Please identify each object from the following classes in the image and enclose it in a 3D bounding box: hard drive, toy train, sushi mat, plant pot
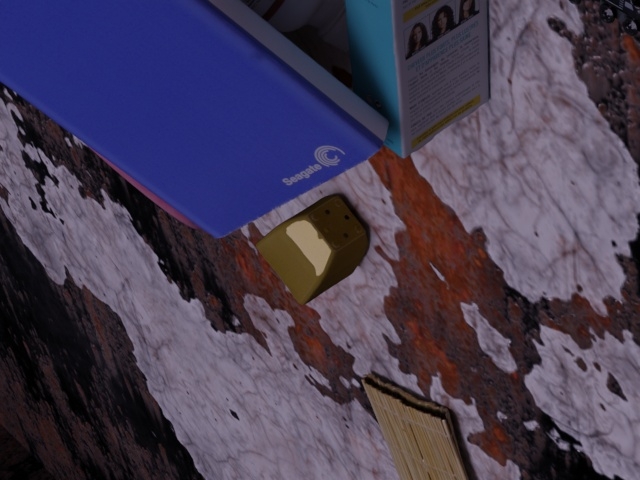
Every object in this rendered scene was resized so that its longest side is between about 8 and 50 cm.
[{"bbox_3d":[-0.132,-0.133,1.282,0.319,0.040,0.210,37,138,-26],"label":"hard drive"},{"bbox_3d":[0.174,-0.191,1.159,0.158,0.027,0.036,37,147,35],"label":"toy train"},{"bbox_3d":[0.137,0.294,1.859,0.151,0.019,0.316,22,141,49],"label":"sushi mat"},{"bbox_3d":[0.000,0.000,1.670,0.081,0.081,0.083,52,144,8],"label":"plant pot"}]

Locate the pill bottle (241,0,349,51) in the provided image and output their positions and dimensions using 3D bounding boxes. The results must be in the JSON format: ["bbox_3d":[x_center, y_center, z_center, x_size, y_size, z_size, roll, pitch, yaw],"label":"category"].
[{"bbox_3d":[-0.048,-0.243,1.313,0.216,0.121,0.121,29,160,-14],"label":"pill bottle"}]

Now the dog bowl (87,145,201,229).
[{"bbox_3d":[-0.186,-0.173,1.542,0.408,0.150,0.408,41,172,7],"label":"dog bowl"}]

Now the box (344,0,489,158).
[{"bbox_3d":[0.073,-0.186,1.262,0.060,0.100,0.244,37,150,34],"label":"box"}]
